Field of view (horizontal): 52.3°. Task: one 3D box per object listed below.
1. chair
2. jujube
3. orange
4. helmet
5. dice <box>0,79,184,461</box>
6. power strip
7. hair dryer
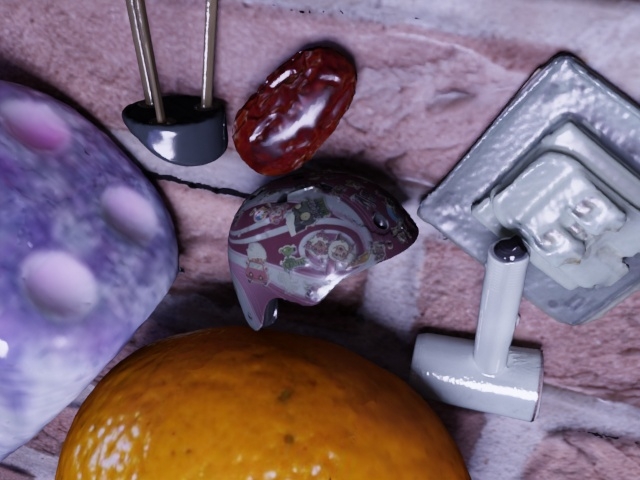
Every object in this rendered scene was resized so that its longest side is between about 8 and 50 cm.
[{"bbox_3d":[-0.136,-0.179,0.556,0.095,0.104,0.222,20,125,36],"label":"chair"},{"bbox_3d":[-0.021,-0.112,0.570,0.129,0.077,0.077,-40,103,24],"label":"jujube"},{"bbox_3d":[-0.058,0.281,0.646,0.424,0.326,0.424,14,146,9],"label":"orange"},{"bbox_3d":[-0.013,-0.011,0.588,0.177,0.153,0.107,-27,98,30],"label":"helmet"},{"bbox_3d":[-0.325,0.032,0.632,0.270,0.270,0.271,-35,106,33],"label":"dice"},{"bbox_3d":[0.216,-0.020,0.557,0.213,0.064,0.198,34,123,-5],"label":"power strip"},{"bbox_3d":[0.152,0.083,0.608,0.131,0.073,0.236,9,140,13],"label":"hair dryer"}]
